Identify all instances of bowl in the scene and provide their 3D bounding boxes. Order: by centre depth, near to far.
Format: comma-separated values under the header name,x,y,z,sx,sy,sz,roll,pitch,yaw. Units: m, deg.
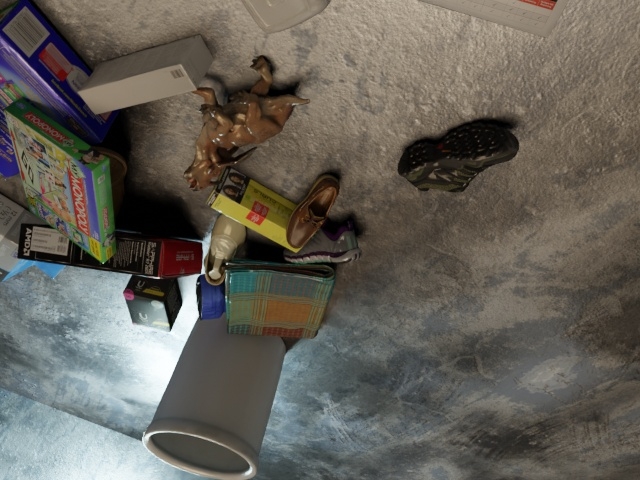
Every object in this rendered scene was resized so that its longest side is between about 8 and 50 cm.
name,x,y,z,sx,sy,sz,roll,pitch,yaw
bowl,-0.068,-0.397,0.928,0.142,0.053,0.142,-13,133,29

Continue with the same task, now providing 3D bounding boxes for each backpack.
name,x,y,z,sx,sy,sz,roll,pitch,yaw
backpack,-0.290,0.142,1.603,0.101,0.098,0.120,-10,143,-14

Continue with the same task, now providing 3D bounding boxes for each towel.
name,x,y,z,sx,sy,sz,roll,pitch,yaw
towel,-0.115,0.167,1.555,0.271,0.040,0.370,5,145,-6

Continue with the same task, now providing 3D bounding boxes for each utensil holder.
name,x,y,z,sx,sy,sz,roll,pitch,yaw
utensil holder,-0.291,0.452,1.736,0.327,0.386,0.328,10,140,8

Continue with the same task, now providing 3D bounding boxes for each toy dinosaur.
name,x,y,z,sx,sy,sz,roll,pitch,yaw
toy dinosaur,-0.142,-0.217,1.118,0.295,0.127,0.200,-14,141,15

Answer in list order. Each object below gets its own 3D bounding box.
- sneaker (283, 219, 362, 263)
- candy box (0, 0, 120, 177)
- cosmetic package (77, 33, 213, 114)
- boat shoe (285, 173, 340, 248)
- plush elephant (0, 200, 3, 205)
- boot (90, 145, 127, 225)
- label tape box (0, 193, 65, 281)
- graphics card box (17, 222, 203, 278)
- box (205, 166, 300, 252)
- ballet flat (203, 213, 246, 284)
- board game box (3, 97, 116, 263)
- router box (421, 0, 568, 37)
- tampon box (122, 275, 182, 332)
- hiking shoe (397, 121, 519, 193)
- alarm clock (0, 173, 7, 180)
name,x,y,z,sx,sy,sz,roll,pitch,yaw
sneaker,0.000,0.000,1.375,0.223,0.083,0.098,-2,99,39
candy box,-0.613,-0.288,1.184,0.316,0.122,0.268,-12,135,28
cosmetic package,-0.321,-0.302,1.089,0.238,0.099,0.060,-5,139,25
boat shoe,-0.019,-0.055,1.242,0.064,0.060,0.178,28,108,-16
plush elephant,-0.928,-0.106,1.301,0.329,0.255,0.272,27,111,2
boot,-0.474,-0.109,1.277,0.112,0.115,0.305,0,163,-10
label tape box,-0.870,0.004,1.621,0.347,0.115,0.249,38,136,-23
graphics card box,-0.502,0.024,1.443,0.370,0.094,0.233,6,-179,12
box,-0.130,-0.067,1.308,0.232,0.087,0.058,30,138,-15
ballet flat,-0.243,0.030,1.464,0.086,0.086,0.248,21,140,-6
board game box,-0.513,-0.106,1.191,0.213,0.046,0.317,34,144,9
router box,0.202,-0.450,0.749,0.335,0.082,0.301,17,140,-1
tampon box,-0.475,0.169,1.687,0.120,0.102,0.161,11,140,5
hiking shoe,0.264,-0.145,1.103,0.226,0.086,0.114,-8,149,35
alarm clock,-0.771,-0.183,1.346,0.192,0.064,0.129,32,160,28
